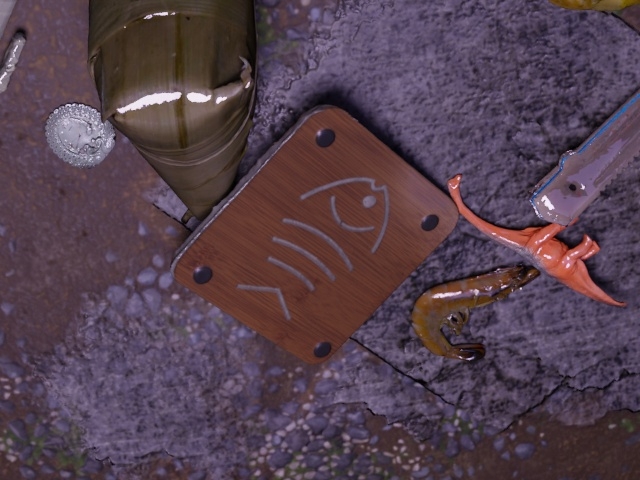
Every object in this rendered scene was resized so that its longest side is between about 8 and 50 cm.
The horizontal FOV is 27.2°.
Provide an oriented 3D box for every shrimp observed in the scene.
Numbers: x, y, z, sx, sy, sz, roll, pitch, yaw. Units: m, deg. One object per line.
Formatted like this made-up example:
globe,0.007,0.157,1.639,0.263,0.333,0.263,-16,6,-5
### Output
shrimp,0.208,0.097,1.703,0.178,0.034,0.124,-18,114,1

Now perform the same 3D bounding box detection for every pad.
pad,0.000,0.000,1.600,0.284,0.018,0.286,-47,129,10

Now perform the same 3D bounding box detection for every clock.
clock,-0.285,-0.125,1.564,0.083,0.010,0.074,37,102,-18

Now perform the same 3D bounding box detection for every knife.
knife,0.391,-0.160,1.616,0.089,0.043,0.365,44,94,9

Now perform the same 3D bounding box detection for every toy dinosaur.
toy dinosaur,0.282,-0.003,1.663,0.279,0.055,0.101,43,95,-4

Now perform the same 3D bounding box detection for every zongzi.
zongzi,-0.151,-0.273,1.496,0.181,0.418,0.447,-1,71,2

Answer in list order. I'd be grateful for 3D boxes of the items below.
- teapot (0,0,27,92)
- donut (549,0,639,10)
teapot,-0.371,-0.252,1.474,0.107,0.077,0.200,18,108,-34
donut,0.324,-0.390,1.488,0.208,0.128,0.261,0,110,-9
